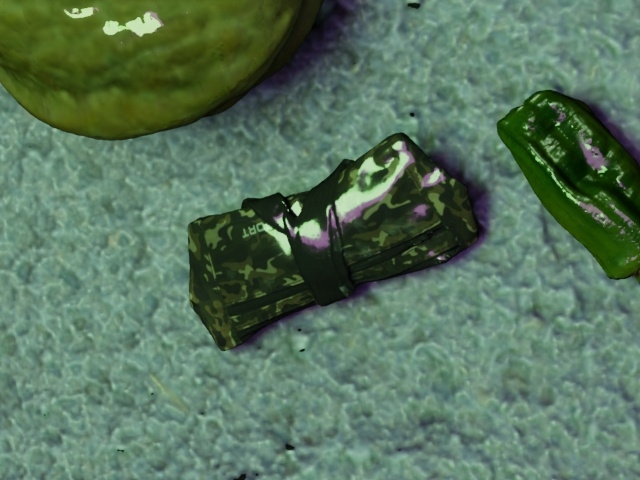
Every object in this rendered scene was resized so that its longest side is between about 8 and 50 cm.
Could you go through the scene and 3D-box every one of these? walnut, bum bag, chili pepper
[{"bbox_3d":[-0.127,-0.199,1.357,0.282,0.227,0.283,-3,80,19],"label":"walnut"},{"bbox_3d":[-0.001,-0.001,1.402,0.248,0.069,0.102,-24,120,19],"label":"bum bag"},{"bbox_3d":[0.206,-0.022,1.325,0.072,0.073,0.204,-37,81,5],"label":"chili pepper"}]
